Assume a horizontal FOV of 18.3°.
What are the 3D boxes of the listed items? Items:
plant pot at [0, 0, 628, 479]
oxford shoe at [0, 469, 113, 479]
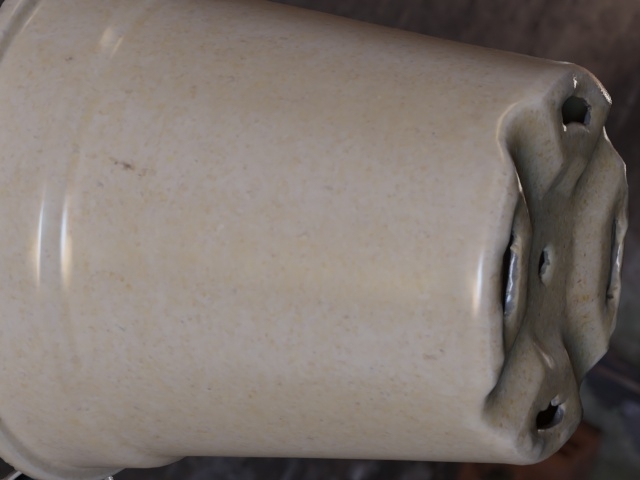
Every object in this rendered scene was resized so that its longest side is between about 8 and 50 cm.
[{"bbox_3d":[0.000,0.000,1.143,0.334,0.306,0.333,-26,119,-59],"label":"plant pot"},{"bbox_3d":[-0.222,0.366,1.737,0.169,0.449,0.130,12,132,-27],"label":"oxford shoe"}]
